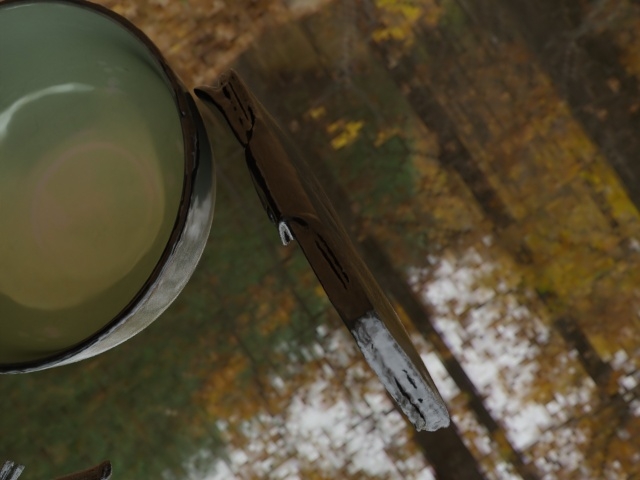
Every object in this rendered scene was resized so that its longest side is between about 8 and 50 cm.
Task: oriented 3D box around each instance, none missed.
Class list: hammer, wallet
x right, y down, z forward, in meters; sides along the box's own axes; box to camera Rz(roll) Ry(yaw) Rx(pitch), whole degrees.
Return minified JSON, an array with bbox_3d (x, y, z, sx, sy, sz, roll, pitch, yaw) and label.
[{"bbox_3d":[-0.315,0.283,1.596,0.246,0.029,0.103,-26,-132,40],"label":"hammer"},{"bbox_3d":[0.000,0.000,1.228,0.051,0.197,0.377,-35,-133,3],"label":"wallet"}]

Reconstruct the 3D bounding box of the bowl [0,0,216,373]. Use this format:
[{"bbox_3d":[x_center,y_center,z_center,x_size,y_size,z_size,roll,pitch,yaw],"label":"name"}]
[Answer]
[{"bbox_3d":[-0.245,-0.042,1.335,0.354,0.354,0.185,-35,162,12],"label":"bowl"}]
